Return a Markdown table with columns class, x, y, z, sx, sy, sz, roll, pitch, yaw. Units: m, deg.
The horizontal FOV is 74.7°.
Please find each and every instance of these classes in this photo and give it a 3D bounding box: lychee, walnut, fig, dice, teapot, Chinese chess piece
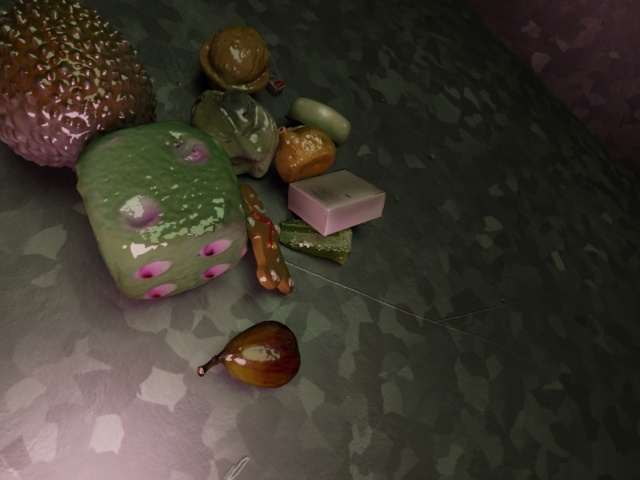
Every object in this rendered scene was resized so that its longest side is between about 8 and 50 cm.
| class | x | y | z | sx | sy | sz | roll | pitch | yaw |
| --- | --- | --- | --- | --- | --- | --- | --- | --- | --- |
| lychee | -0.605 | -0.358 | 1.025 | 0.380 | 0.380 | 0.433 | -18 | 114 | -33 |
| walnut | -0.287 | -0.593 | 1.410 | 0.256 | 0.224 | 0.257 | 12 | 57 | -20 |
| fig | -0.180 | 0.292 | 1.036 | 0.274 | 0.145 | 0.170 | 2 | 62 | -42 |
| dice | -0.366 | -0.067 | 1.009 | 0.330 | 0.322 | 0.319 | -20 | 71 | -22 |
| teapot | -0.060 | -0.294 | 1.363 | 0.167 | 0.203 | 0.311 | 61 | 13 | 12 |
| Chinese chess piece | -0.006 | -0.413 | 1.462 | 0.237 | 0.238 | 0.092 | 25 | 96 | -13 |

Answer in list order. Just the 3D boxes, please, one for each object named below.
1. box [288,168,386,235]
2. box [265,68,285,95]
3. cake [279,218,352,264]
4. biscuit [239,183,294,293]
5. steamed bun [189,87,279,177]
| class | x | y | z | sx | sy | sz | roll | pitch | yaw |
| --- | --- | --- | --- | --- | --- | --- | --- | --- | --- |
| box | 0.052 | -0.133 | 1.361 | 0.251 | 0.106 | 0.203 | -19 | 42 | -34 |
| box | -0.228 | -0.641 | 1.580 | 0.218 | 0.039 | 0.055 | 45 | 52 | 1 |
| cake | -0.018 | 0.004 | 1.352 | 0.235 | 0.099 | 0.100 | 8 | 60 | 1 |
| biscuit | -0.160 | -0.016 | 1.199 | 0.216 | 0.047 | 0.340 | 33 | 35 | -67 |
| steamed bun | -0.259 | -0.361 | 1.315 | 0.280 | 0.207 | 0.268 | 7 | 62 | -26 |
